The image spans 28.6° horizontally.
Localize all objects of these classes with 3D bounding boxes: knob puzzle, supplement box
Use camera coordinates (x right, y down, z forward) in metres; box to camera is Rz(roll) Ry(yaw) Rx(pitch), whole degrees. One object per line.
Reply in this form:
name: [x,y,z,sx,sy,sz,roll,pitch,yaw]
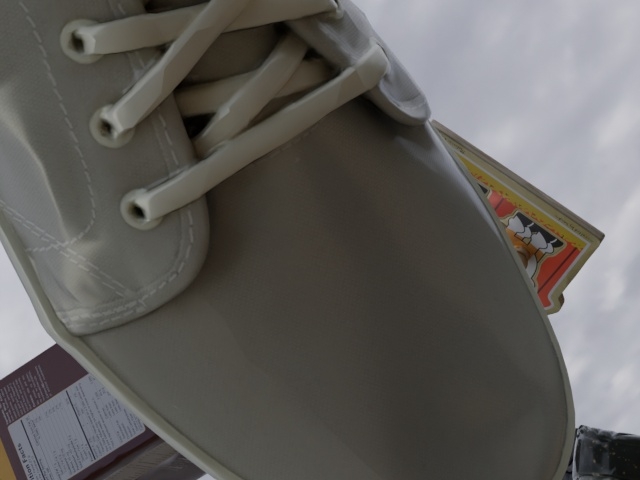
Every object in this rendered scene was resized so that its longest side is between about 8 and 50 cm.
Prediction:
knob puzzle: [0.125,0.009,1.085,0.030,0.213,0.213,-51,-23,-38]
supplement box: [-0.186,0.169,1.194,0.194,0.129,0.191,-32,-22,12]

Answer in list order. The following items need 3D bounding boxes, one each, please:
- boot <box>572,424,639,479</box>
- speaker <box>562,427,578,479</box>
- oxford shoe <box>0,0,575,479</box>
boot: [0.175,0.206,0.702,0.246,0.083,0.161,37,-116,-56]
speaker: [0.232,0.213,1.055,0.055,0.055,0.136,-43,-46,-8]
oxford shoe: [-0.055,-0.065,0.438,0.169,0.449,0.130,-38,9,-19]
